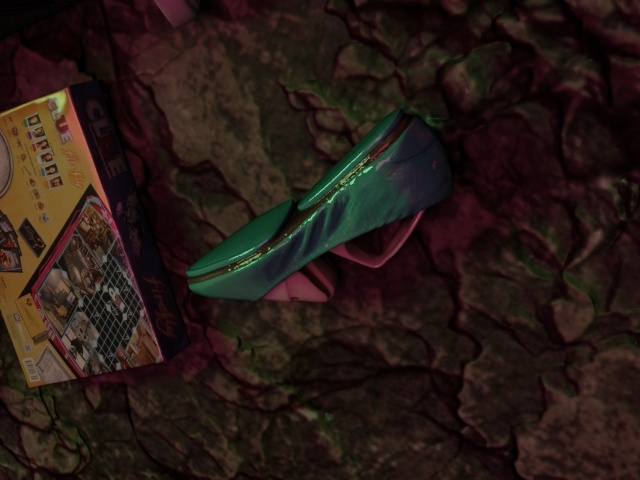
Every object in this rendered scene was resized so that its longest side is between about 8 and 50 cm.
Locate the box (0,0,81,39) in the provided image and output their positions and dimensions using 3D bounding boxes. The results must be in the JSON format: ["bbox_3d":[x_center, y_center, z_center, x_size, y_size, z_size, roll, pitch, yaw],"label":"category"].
[{"bbox_3d":[-0.379,-0.303,0.827,0.312,0.179,0.343,-16,98,31],"label":"box"}]

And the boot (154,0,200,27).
[{"bbox_3d":[-0.113,-0.289,0.747,0.123,0.095,0.258,-25,118,1],"label":"boot"}]

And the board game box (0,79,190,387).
[{"bbox_3d":[-0.226,0.000,0.922,0.165,0.042,0.243,-13,99,30],"label":"board game box"}]

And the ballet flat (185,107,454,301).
[{"bbox_3d":[0.000,0.000,0.789,0.247,0.083,0.087,-34,103,33],"label":"ballet flat"}]
